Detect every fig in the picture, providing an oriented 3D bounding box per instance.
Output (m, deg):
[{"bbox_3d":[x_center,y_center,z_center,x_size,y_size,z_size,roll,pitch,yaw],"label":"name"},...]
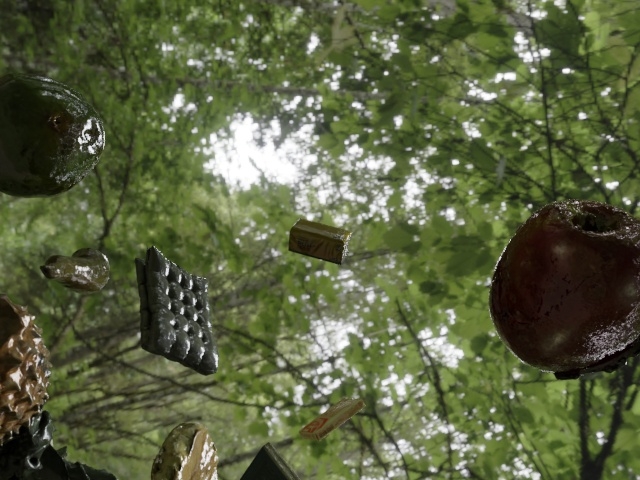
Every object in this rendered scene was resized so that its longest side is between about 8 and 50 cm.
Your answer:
[{"bbox_3d":[-0.444,-0.160,1.083,0.244,0.195,0.196,13,-70,53],"label":"fig"}]

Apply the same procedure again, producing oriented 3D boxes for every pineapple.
[{"bbox_3d":[-0.264,0.169,0.625,0.119,0.130,0.277,-105,-169,-45],"label":"pineapple"}]

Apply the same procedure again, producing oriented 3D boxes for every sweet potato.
[{"bbox_3d":[-0.323,0.042,0.961,0.059,0.069,0.249,-59,-173,-3],"label":"sweet potato"}]

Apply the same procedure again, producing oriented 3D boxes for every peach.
[{"bbox_3d":[0.555,0.111,1.600,0.339,0.352,0.417,-91,-177,-52],"label":"peach"}]

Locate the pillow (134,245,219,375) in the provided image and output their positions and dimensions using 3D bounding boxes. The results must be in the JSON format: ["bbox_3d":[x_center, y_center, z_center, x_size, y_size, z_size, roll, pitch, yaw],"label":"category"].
[{"bbox_3d":[-0.382,0.189,1.874,0.101,0.228,0.326,-37,-137,23],"label":"pillow"}]

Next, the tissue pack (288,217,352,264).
[{"bbox_3d":[0.000,0.000,2.095,0.169,0.120,0.082,16,-68,10],"label":"tissue pack"}]

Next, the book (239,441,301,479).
[{"bbox_3d":[-0.092,0.531,1.372,0.191,0.025,0.269,47,-48,19],"label":"book"}]

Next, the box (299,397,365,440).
[{"bbox_3d":[0.017,0.265,1.059,0.015,0.093,0.058,63,-28,-4],"label":"box"}]

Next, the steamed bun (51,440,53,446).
[{"bbox_3d":[-0.514,0.354,1.101,0.131,0.177,0.228,-110,-158,-87],"label":"steamed bun"}]

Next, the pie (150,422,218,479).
[{"bbox_3d":[-0.326,0.611,1.746,0.339,0.083,0.340,-5,90,-78],"label":"pie"}]
